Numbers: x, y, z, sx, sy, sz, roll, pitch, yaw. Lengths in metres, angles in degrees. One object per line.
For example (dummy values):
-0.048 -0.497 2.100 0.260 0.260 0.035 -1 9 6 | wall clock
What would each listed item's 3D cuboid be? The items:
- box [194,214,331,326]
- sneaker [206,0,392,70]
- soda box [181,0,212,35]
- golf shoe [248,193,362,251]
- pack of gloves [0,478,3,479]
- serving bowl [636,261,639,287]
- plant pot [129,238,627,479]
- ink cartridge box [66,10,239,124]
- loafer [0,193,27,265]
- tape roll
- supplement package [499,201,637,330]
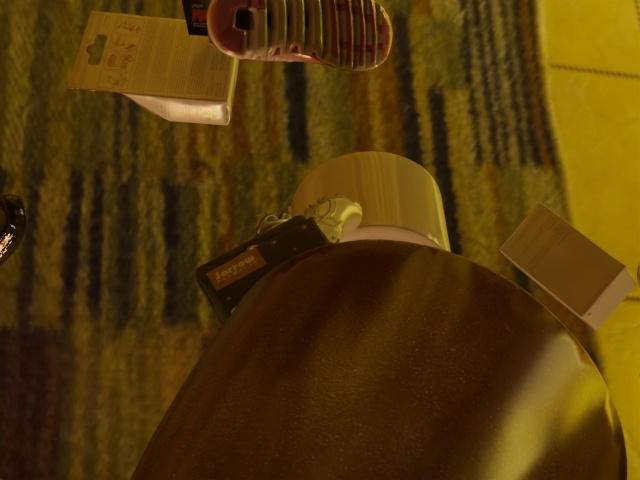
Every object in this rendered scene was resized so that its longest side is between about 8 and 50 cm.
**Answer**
-0.031 0.062 1.033 0.136 0.036 0.225 -29 48 -9 | box
-0.032 -0.249 1.247 0.236 0.104 0.095 1 92 -23 | sneaker
-0.107 -0.313 1.453 0.168 0.060 0.053 10 34 31 | soda box
0.000 0.000 1.223 0.086 0.069 0.176 37 37 30 | golf shoe
-0.305 0.261 0.970 0.232 0.195 0.046 46 38 20 | pack of gloves
0.388 0.050 1.169 0.083 0.027 0.083 6 45 -6 | serving bowl
-0.002 0.140 0.428 0.215 0.215 0.230 42 32 3 | plant pot
-0.232 -0.249 1.518 0.224 0.056 0.181 3 48 0 | ink cartridge box
-0.443 0.010 1.295 0.078 0.223 0.076 1 64 -55 | loafer
0.076 0.008 1.624 0.246 0.246 0.169 10 43 -14 | tape roll
0.394 0.042 1.681 0.105 0.105 0.179 -49 59 4 | supplement package
